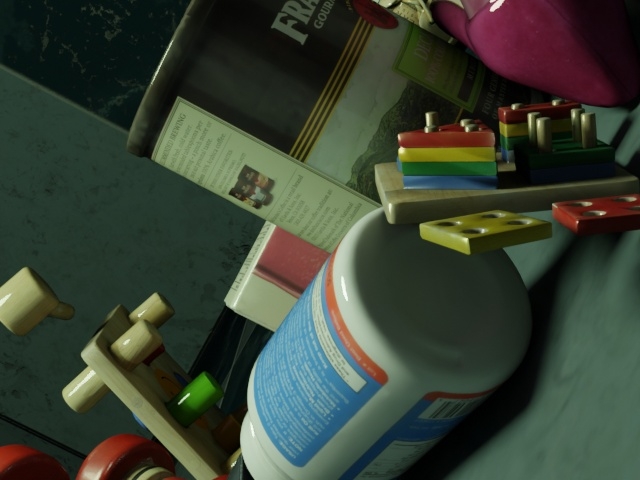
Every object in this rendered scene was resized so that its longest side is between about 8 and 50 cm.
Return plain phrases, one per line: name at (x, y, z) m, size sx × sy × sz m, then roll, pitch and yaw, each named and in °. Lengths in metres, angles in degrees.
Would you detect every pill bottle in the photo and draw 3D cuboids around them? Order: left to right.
pill bottle at (0.026, 0.085, 0.717) m, size 0.221 × 0.124 × 0.124 m, roll -54°, pitch 10°, yaw 48°

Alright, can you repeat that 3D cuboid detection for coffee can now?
coffee can at (0.011, -0.098, 0.928) m, size 0.202 × 0.275 × 0.201 m, roll -61°, pitch 7°, yaw 12°

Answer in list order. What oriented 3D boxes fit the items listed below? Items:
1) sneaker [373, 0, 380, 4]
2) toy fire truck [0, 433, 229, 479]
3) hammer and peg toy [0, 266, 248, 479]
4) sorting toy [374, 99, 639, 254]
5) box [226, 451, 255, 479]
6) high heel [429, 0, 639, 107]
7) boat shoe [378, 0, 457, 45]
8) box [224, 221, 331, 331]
sneaker at (0.114, -0.308, 1.626) m, size 0.127 × 0.182 × 0.316 m, roll -89°, pitch -7°, yaw -81°
toy fire truck at (-0.173, 0.308, 0.947) m, size 0.302 × 0.169 × 0.254 m, roll 6°, pitch -85°, yaw -52°
hammer and peg toy at (-0.207, 0.151, 1.352) m, size 0.127 × 0.361 × 0.266 m, roll -42°, pitch 6°, yaw 2°
sorting toy at (0.098, -0.048, 0.643) m, size 0.274 × 0.132 × 0.046 m, roll -91°, pitch -5°, yaw -77°
box at (-0.051, 0.253, 0.785) m, size 0.158 × 0.093 × 0.156 m, roll -63°, pitch 6°, yaw 5°
high heel at (0.169, -0.152, 0.856) m, size 0.127 × 0.181 × 0.377 m, roll -40°, pitch -9°, yaw 18°
boat shoe at (0.134, -0.291, 1.419) m, size 0.110 × 0.121 × 0.341 m, roll -44°, pitch -18°, yaw -44°
box at (0.000, 0.000, 1.304) m, size 0.232 × 0.126 × 0.148 m, roll -63°, pitch 6°, yaw -4°
